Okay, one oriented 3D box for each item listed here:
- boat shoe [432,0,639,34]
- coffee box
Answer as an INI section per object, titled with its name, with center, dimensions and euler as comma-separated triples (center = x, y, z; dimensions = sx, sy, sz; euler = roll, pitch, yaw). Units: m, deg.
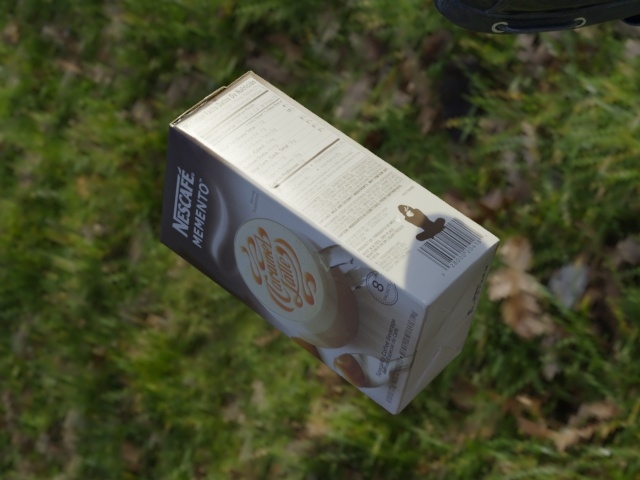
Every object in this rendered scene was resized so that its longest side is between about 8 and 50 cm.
[boat shoe]
center = 0.304, -0.294, 1.389
dimensions = 0.186, 0.500, 0.156
euler = 59, 148, 23
[coffee box]
center = 0.000, 0.000, 1.167
dimensions = 0.098, 0.246, 0.141
euler = -40, -25, -36
